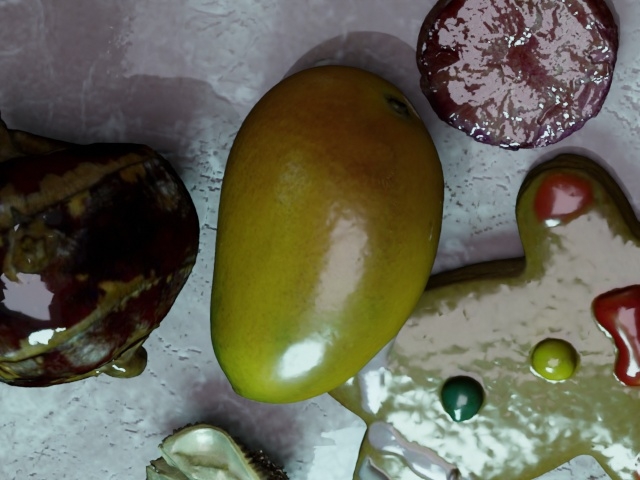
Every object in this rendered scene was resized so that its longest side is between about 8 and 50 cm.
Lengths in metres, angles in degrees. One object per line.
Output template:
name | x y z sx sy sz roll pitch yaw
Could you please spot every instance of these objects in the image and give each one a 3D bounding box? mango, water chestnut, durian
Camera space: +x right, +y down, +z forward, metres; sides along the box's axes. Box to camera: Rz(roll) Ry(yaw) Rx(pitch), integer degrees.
mango | 0.005 -0.003 1.431 0.175 0.139 0.255 5 85 45
water chestnut | -0.209 -0.001 1.460 0.223 0.223 0.238 -16 88 15
durian | -0.067 0.201 1.566 0.140 0.071 0.110 12 103 24

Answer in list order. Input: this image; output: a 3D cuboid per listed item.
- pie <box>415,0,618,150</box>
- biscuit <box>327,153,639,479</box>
pie | 0.145 -0.139 1.442 0.154 0.036 0.154 3 107 10
biscuit | 0.197 0.080 1.483 0.432 0.064 0.283 -17 102 16
